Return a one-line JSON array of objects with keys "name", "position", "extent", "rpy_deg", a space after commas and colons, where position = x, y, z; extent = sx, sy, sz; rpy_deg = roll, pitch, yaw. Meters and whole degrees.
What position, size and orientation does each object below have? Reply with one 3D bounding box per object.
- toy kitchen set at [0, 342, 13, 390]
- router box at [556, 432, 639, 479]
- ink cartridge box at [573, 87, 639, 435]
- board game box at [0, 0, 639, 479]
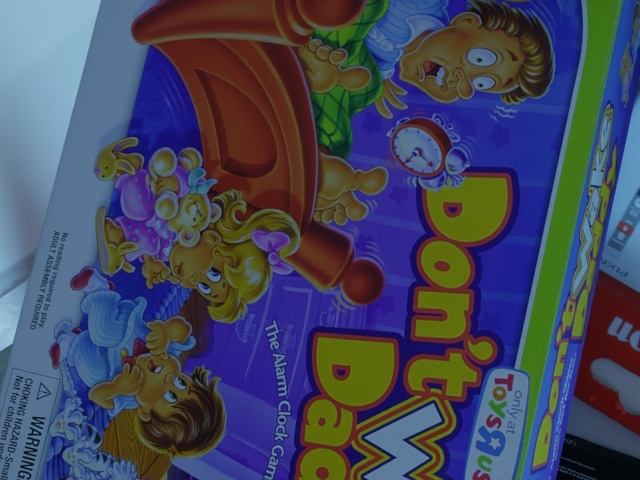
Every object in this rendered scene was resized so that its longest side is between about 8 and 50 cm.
[{"name": "toy kitchen set", "position": [-0.106, 0.168, 0.755], "extent": [0.207, 0.122, 0.166], "rpy_deg": [17, 114, 19]}, {"name": "router box", "position": [0.079, 0.131, 0.651], "extent": [0.179, 0.133, 0.046], "rpy_deg": [19, 114, 18]}, {"name": "ink cartridge box", "position": [0.178, 0.025, 0.621], "extent": [0.145, 0.045, 0.179], "rpy_deg": [31, 115, 12]}, {"name": "board game box", "position": [0.000, 0.000, 0.583], "extent": [0.233, 0.078, 0.347], "rpy_deg": [10, 83, 21]}]
